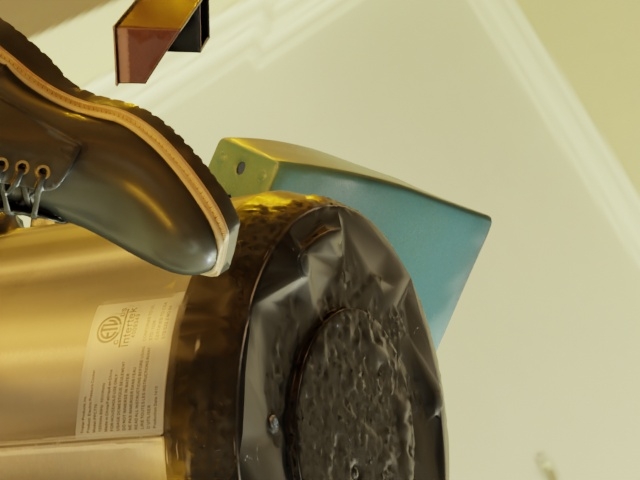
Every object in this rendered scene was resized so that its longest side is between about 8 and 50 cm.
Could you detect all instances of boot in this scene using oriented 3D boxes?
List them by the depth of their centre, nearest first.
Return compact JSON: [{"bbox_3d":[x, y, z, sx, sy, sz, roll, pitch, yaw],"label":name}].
[{"bbox_3d":[-0.151,-0.020,0.658,0.198,0.077,0.137,31,-137,20],"label":"boot"}]

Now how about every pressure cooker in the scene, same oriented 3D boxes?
[{"bbox_3d":[-0.151,0.154,1.069,0.370,0.420,0.375,-53,-50,-55],"label":"pressure cooker"}]

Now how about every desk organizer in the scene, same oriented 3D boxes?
[{"bbox_3d":[-0.120,-0.159,1.087,0.130,0.050,0.047,-77,-11,-65],"label":"desk organizer"}]

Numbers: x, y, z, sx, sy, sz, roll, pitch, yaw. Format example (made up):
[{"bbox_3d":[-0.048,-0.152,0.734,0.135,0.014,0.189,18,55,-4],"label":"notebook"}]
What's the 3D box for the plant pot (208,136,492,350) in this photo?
[{"bbox_3d":[0.000,0.000,1.326,0.234,0.166,0.165,20,-176,-38],"label":"plant pot"}]
